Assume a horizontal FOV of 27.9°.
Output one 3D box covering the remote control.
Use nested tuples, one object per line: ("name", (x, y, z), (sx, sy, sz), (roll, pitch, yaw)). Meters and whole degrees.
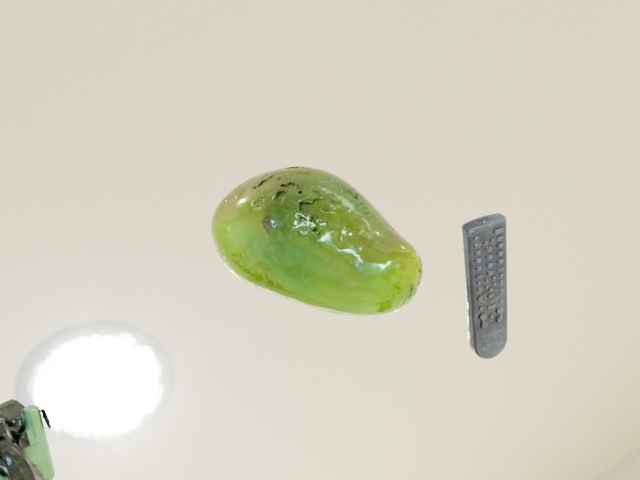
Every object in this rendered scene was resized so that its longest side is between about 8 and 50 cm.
("remote control", (0.157, 0.046, 1.231), (0.043, 0.027, 0.153), (-14, -57, -14))

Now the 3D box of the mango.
("mango", (0.000, 0.000, 1.204), (0.232, 0.111, 0.125), (15, -59, 35))

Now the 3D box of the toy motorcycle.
("toy motorcycle", (-0.343, 0.335, 1.418), (0.125, 0.196, 0.331), (-26, -61, -38))
